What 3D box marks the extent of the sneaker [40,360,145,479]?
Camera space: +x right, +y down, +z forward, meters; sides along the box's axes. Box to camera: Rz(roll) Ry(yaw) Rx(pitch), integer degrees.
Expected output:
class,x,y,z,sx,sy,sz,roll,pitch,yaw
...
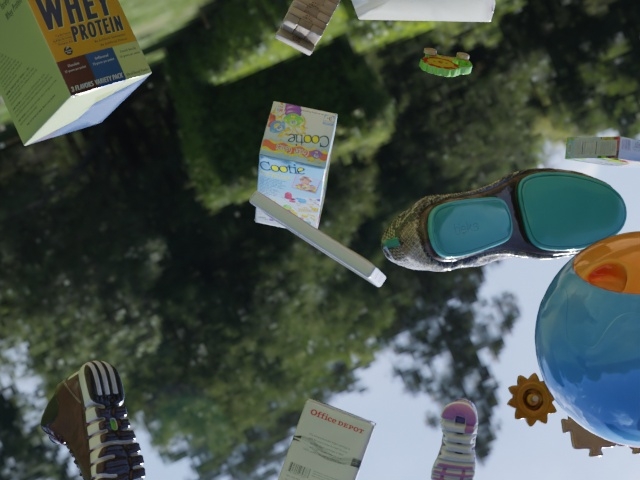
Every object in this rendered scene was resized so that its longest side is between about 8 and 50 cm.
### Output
class,x,y,z,sx,sy,sz,roll,pitch,yaw
sneaker,-0.395,0.357,2.087,0.162,0.281,0.106,-24,159,35

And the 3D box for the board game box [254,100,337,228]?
class,x,y,z,sx,sy,sz,roll,pitch,yaw
board game box,-0.055,-0.153,2.637,0.144,0.142,0.275,12,151,1

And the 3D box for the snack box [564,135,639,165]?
class,x,y,z,sx,sy,sz,roll,pitch,yaw
snack box,0.452,-0.132,1.850,0.141,0.037,0.100,5,-179,-38

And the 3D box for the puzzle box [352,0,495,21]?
class,x,y,z,sx,sy,sz,roll,pitch,yaw
puzzle box,0.150,-0.549,2.207,0.272,0.409,0.052,6,-120,22

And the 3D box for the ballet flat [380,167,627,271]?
class,x,y,z,sx,sy,sz,roll,pitch,yaw
ballet flat,0.307,-0.032,2.136,0.483,0.164,0.182,-9,178,-33

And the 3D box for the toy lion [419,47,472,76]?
class,x,y,z,sx,sy,sz,roll,pitch,yaw
toy lion,0.225,-0.314,2.202,0.100,0.034,0.096,6,-155,-11

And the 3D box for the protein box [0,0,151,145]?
class,x,y,z,sx,sy,sz,roll,pitch,yaw
protein box,-0.376,-0.276,1.759,0.136,0.201,0.200,-23,177,-36

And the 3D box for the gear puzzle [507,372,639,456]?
class,x,y,z,sx,sy,sz,roll,pitch,yaw
gear puzzle,0.458,0.266,2.004,0.339,0.175,0.044,-1,165,-17

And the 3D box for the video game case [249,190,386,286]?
class,x,y,z,sx,sy,sz,roll,pitch,yaw
video game case,0.000,0.000,1.989,0.026,0.227,0.206,-57,170,-1

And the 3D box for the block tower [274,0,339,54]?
class,x,y,z,sx,sy,sz,roll,pitch,yaw
block tower,0.016,-0.578,2.687,0.335,0.091,0.097,-65,-172,-13

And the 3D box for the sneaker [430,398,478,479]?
class,x,y,z,sx,sy,sz,roll,pitch,yaw
sneaker,0.304,0.451,2.705,0.095,0.236,0.104,10,-163,10

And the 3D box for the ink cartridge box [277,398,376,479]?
class,x,y,z,sx,sy,sz,roll,pitch,yaw
ink cartridge box,0.008,0.322,1.827,0.109,0.150,0.063,20,178,9

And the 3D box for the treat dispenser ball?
class,x,y,z,sx,sy,sz,roll,pitch,yaw
treat dispenser ball,0.430,0.130,1.626,0.288,0.288,0.288,-23,-172,3
